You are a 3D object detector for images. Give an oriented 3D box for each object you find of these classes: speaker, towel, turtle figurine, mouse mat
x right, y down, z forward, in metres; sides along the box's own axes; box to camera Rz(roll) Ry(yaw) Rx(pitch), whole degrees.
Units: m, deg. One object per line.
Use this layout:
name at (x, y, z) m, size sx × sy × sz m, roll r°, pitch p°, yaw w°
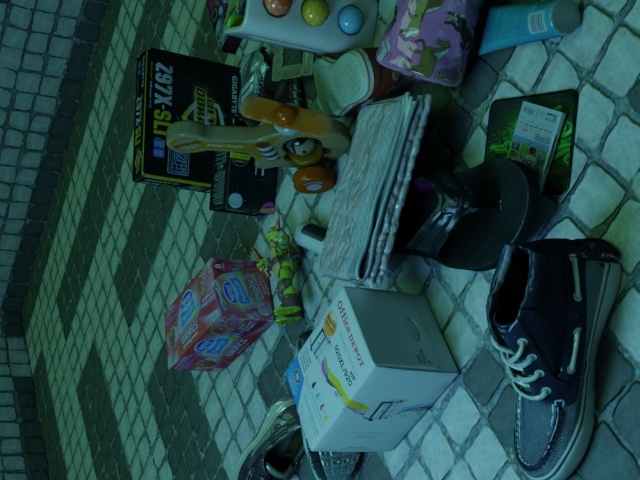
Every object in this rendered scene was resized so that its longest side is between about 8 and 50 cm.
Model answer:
speaker at (0.000, 0.000, 1.822) m, size 0.136 × 0.055 × 0.055 m, roll 25°, pitch 106°, yaw 59°
towel at (0.082, -0.086, 1.588) m, size 0.317 × 0.053 × 0.331 m, roll -173°, pitch 99°, yaw -78°
turtle figurine at (-0.081, 0.060, 1.920) m, size 0.269 × 0.087 × 0.217 m, roll 121°, pitch 141°, yaw -64°
mouse mat at (0.307, -0.143, 1.372) m, size 0.190 × 0.007 × 0.152 m, roll 4°, pitch 87°, yaw 59°

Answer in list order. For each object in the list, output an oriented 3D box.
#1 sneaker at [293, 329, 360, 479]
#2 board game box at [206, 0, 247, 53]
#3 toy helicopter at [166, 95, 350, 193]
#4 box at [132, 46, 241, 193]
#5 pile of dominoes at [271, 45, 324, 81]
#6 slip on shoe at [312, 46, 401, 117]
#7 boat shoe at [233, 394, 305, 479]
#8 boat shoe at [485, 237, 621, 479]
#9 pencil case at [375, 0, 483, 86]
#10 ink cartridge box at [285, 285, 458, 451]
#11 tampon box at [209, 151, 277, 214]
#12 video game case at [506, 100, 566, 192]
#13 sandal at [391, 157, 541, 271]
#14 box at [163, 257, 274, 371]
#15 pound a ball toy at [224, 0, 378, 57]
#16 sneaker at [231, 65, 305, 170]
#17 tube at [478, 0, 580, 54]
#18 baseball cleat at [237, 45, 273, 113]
sneaker at (0.006, 0.321, 1.727) m, size 0.129 × 0.111 × 0.297 m, roll 115°, pitch 153°, yaw -57°
board game box at (-0.186, -0.662, 2.284) m, size 0.347 × 0.056 × 0.208 m, roll -55°, pitch 36°, yaw 39°
toy helicopter at (-0.114, -0.197, 1.757) m, size 0.235 × 0.355 × 0.140 m, roll 127°, pitch 142°, yaw -68°
box at (-0.317, -0.283, 2.222) m, size 0.079 × 0.257 × 0.322 m, roll -19°, pitch 67°, yaw 58°
pile of dominoes at (-0.013, -0.466, 1.946) m, size 0.196 × 0.040 × 0.251 m, roll 1°, pitch 87°, yaw 40°
slip on shoe at (0.062, -0.304, 1.743) m, size 0.331 × 0.101 × 0.123 m, roll -177°, pitch 72°, yaw -73°
boat shoe at (-0.094, 0.443, 1.852) m, size 0.285 × 0.103 × 0.092 m, roll -63°, pitch 31°, yaw 21°
boat shoe at (0.278, 0.156, 1.210) m, size 0.127 × 0.158 × 0.340 m, roll 16°, pitch 98°, yaw 60°
pencil case at (0.206, -0.434, 1.454) m, size 0.160 × 0.167 × 0.386 m, roll 25°, pitch 108°, yaw 28°
ink cartridge box at (0.080, 0.216, 1.528) m, size 0.232 × 0.168 × 0.171 m, roll -58°, pitch 38°, yaw 35°
tampon box at (-0.173, -0.142, 2.081) m, size 0.101 × 0.120 × 0.161 m, roll -3°, pitch 82°, yaw 60°
video game case at (0.310, -0.137, 1.346) m, size 0.087 × 0.011 × 0.122 m, roll 35°, pitch 114°, yaw 56°
sandal at (0.175, -0.036, 1.457) m, size 0.446 × 0.107 × 0.167 m, roll -6°, pitch 79°, yaw 63°
box at (-0.239, 0.175, 2.110) m, size 0.300 × 0.142 × 0.154 m, roll -44°, pitch 47°, yaw 47°
pound a ball toy at (-0.046, -0.472, 1.730) m, size 0.136 × 0.319 × 0.208 m, roll 14°, pitch 96°, yaw 60°
sneaker at (-0.121, -0.282, 1.976) m, size 0.106 × 0.163 × 0.281 m, roll -53°, pitch 42°, yaw 42°
tube at (0.302, -0.325, 1.380) m, size 0.207 × 0.052 × 0.080 m, roll 16°, pitch 90°, yaw 65°
baseball cleat at (-0.144, -0.351, 2.124) m, size 0.109 × 0.072 × 0.205 m, roll -25°, pitch 67°, yaw 48°
